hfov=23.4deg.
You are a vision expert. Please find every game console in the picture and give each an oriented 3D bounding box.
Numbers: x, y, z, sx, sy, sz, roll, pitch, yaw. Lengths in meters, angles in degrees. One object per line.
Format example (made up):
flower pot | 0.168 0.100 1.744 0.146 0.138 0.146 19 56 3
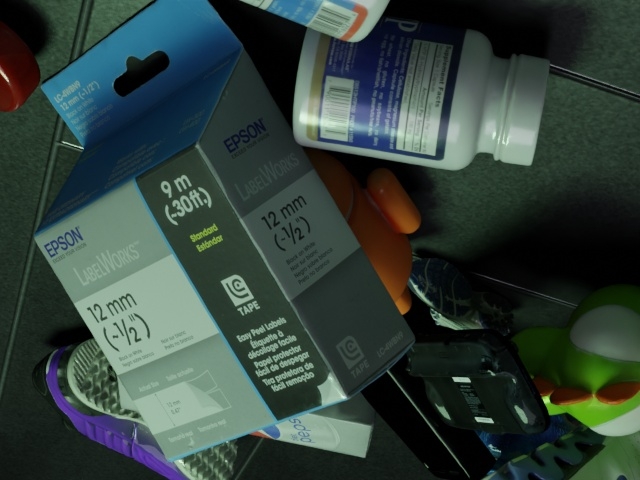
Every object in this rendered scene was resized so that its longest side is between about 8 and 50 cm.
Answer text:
game console | 0.122 0.147 1.486 0.213 0.044 0.361 52 162 -9

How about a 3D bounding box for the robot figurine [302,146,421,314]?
robot figurine | -0.002 0.001 1.401 0.158 0.128 0.219 4 150 40

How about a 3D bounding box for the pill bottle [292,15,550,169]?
pill bottle | 0.079 -0.114 1.201 0.186 0.112 0.112 10 149 5

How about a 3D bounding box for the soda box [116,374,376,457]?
soda box | -0.076 0.155 1.709 0.286 0.098 0.091 11 149 2

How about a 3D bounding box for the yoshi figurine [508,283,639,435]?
yoshi figurine | 0.347 0.096 1.387 0.362 0.204 0.203 -2 161 35

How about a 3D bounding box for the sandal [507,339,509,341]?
sandal | 0.218 0.150 1.599 0.240 0.088 0.079 -10 136 25

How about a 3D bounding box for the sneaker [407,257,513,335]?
sneaker | 0.126 0.064 1.531 0.135 0.052 0.058 33 148 -29

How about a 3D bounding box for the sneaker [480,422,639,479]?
sneaker | 0.298 0.261 1.524 0.315 0.182 0.127 -26 169 -16

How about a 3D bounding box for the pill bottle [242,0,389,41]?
pill bottle | -0.052 -0.230 1.052 0.221 0.124 0.124 21 148 -12

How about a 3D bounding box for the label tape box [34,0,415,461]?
label tape box | -0.114 -0.007 1.288 0.249 0.115 0.348 -25 100 45

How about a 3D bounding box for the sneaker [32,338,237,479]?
sneaker | -0.230 0.212 1.870 0.146 0.102 0.293 -12 136 41

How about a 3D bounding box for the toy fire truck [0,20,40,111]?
toy fire truck | -0.397 -0.168 1.268 0.253 0.169 0.302 21 153 24

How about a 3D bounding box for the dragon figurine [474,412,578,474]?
dragon figurine | 0.215 0.240 1.689 0.289 0.144 0.085 -2 146 23
